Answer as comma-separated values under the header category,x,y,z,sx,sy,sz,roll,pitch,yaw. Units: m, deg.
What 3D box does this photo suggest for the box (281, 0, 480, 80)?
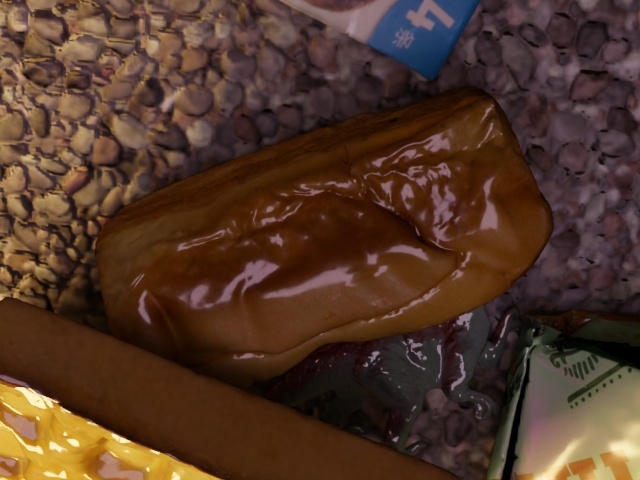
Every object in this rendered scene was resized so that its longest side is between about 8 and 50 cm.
category,x,y,z,sx,sy,sz,roll,pitch,yaw
box,0.025,-0.276,1.067,0.265,0.048,0.273,24,106,-17

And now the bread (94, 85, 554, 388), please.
category,x,y,z,sx,sy,sz,roll,pitch,yaw
bread,0.000,0.000,1.107,0.294,0.167,0.132,-22,108,5

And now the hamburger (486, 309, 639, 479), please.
category,x,y,z,sx,sy,sz,roll,pitch,yaw
hamburger,0.230,0.164,1.170,0.235,0.125,0.214,11,112,21

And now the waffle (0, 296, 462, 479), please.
category,x,y,z,sx,sy,sz,roll,pitch,yaw
waffle,-0.095,0.161,1.108,0.348,0.304,0.077,23,63,-11

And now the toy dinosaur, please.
category,x,y,z,sx,sy,sz,roll,pitch,yaw
toy dinosaur,0.032,0.089,1.199,0.242,0.053,0.167,-6,107,1
